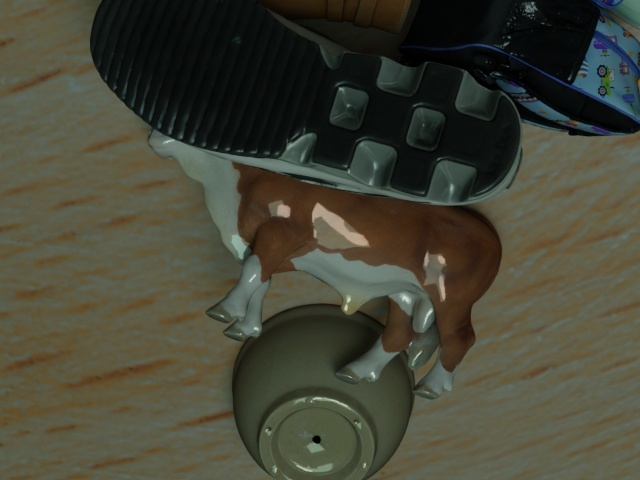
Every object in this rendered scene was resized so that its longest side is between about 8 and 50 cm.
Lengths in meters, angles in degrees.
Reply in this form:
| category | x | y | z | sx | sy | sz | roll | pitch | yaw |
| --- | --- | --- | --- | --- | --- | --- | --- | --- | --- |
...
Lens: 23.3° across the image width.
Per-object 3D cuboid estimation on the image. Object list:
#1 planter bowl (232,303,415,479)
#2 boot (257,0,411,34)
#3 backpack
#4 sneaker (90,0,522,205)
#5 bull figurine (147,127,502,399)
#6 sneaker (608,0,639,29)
| category | x | y | z | sx | sy | sz | roll | pitch | yaw |
| --- | --- | --- | --- | --- | --- | --- | --- | --- | --- |
| planter bowl | -0.001 | 0.150 | 1.321 | 0.162 | 0.109 | 0.162 | 1 | 114 | 3 |
| boot | -0.009 | -0.188 | 1.201 | 0.152 | 0.073 | 0.197 | 21 | 115 | -10 |
| backpack | 0.168 | -0.147 | 1.165 | 0.173 | 0.158 | 0.117 | 22 | 86 | -25 |
| sneaker | -0.012 | -0.096 | 1.149 | 0.330 | 0.146 | 0.122 | 23 | 87 | 11 |
| bull figurine | 0.000 | 0.000 | 1.234 | 0.310 | 0.101 | 0.188 | 21 | 75 | -12 |
| sneaker | 0.209 | -0.237 | 1.122 | 0.094 | 0.151 | 0.256 | -33 | 109 | 14 |
